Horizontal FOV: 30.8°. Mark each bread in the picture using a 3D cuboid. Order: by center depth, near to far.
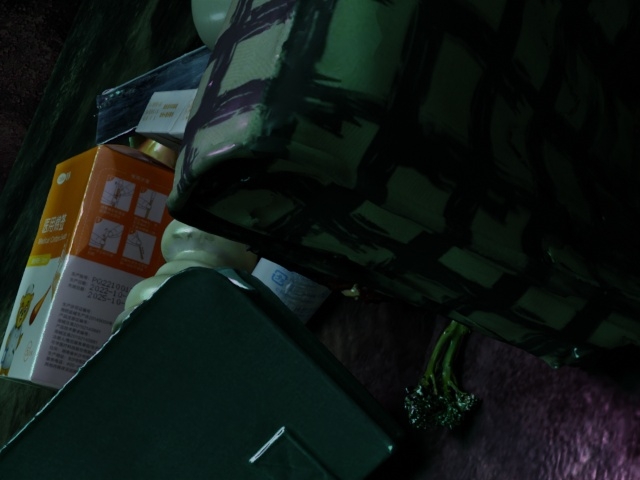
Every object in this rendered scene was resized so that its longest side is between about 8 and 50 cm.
[{"bbox_3d":[-0.242,-0.151,1.796,0.119,0.084,0.177,-49,27,23],"label":"bread"}]

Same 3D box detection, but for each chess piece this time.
[{"bbox_3d":[-0.134,0.025,1.343,0.144,0.144,0.251,-36,31,47],"label":"chess piece"}]

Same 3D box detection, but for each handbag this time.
[{"bbox_3d":[0.100,-0.108,0.755,0.162,0.327,0.325,-23,47,55],"label":"handbag"},{"bbox_3d":[-0.119,0.196,0.947,0.326,0.238,0.089,-44,-3,4],"label":"handbag"}]

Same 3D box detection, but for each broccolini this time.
[{"bbox_3d":[0.107,0.065,0.921,0.052,0.054,0.194,122,167,-65],"label":"broccolini"}]

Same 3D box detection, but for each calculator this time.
[{"bbox_3d":[-0.230,-0.230,1.772,0.262,0.021,0.161,-22,37,12],"label":"calculator"}]

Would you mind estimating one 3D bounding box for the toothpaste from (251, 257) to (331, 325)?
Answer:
[{"bbox_3d":[0.000,0.000,1.139,0.299,0.114,0.073,-55,31,30],"label":"toothpaste"}]

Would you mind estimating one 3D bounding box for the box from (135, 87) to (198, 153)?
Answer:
[{"bbox_3d":[-0.128,-0.132,1.467,0.233,0.150,0.067,12,79,66],"label":"box"}]

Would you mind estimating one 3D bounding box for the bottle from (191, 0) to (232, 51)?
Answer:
[{"bbox_3d":[-0.023,-0.294,1.410,0.347,0.168,0.168,14,78,61],"label":"bottle"}]

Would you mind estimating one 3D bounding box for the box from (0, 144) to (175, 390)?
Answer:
[{"bbox_3d":[-0.327,0.049,1.650,0.225,0.144,0.341,-8,66,62],"label":"box"}]

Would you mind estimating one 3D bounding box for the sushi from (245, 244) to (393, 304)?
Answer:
[{"bbox_3d":[0.044,-0.028,1.003,0.172,0.150,0.153,-51,27,25],"label":"sushi"}]
